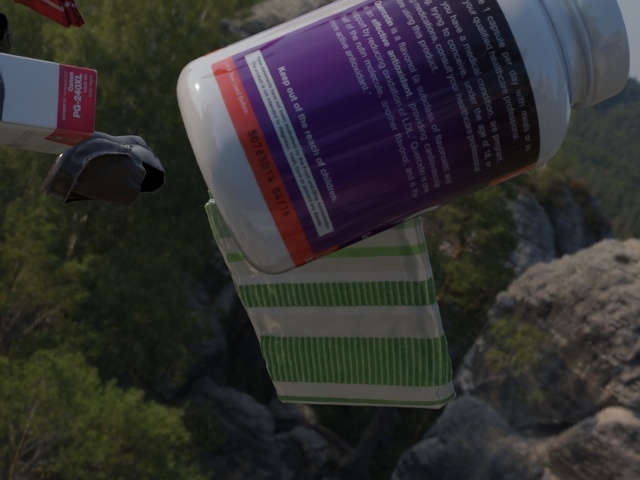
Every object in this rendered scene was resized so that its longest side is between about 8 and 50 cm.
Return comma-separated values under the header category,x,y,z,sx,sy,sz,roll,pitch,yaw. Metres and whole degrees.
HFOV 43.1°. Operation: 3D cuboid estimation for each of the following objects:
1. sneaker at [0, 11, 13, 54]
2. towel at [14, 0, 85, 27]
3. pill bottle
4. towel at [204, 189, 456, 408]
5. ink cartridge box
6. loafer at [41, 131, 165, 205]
category,x,y,z,sx,sy,sz,roll,pitch,yaw
sneaker,-0.652,-0.328,1.551,0.083,0.222,0.118,16,-8,-17
towel,-0.393,-0.418,1.038,0.031,0.275,0.199,-32,43,-28
pill bottle,0.064,-0.110,0.639,0.181,0.323,0.181,-22,90,-90
towel,0.019,0.073,0.943,0.248,0.325,0.038,-2,35,23
ink cartridge box,-0.286,-0.121,0.706,0.150,0.063,0.109,5,-6,-34
loafer,-0.417,-0.139,1.645,0.130,0.134,0.366,37,21,7
